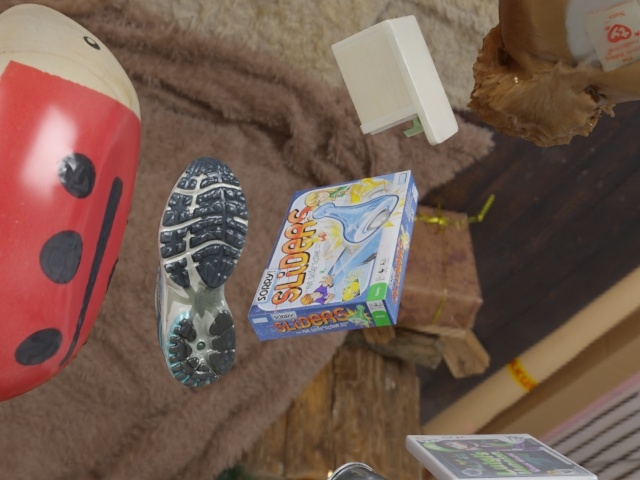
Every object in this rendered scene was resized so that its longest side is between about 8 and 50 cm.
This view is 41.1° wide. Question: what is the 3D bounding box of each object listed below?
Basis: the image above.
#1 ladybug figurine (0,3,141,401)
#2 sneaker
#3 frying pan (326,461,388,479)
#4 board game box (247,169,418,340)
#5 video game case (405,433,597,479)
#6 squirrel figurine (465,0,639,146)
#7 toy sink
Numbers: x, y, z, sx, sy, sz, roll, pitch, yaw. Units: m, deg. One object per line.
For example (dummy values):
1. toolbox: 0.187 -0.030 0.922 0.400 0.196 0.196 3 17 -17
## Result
1. ladybug figurine: -0.304 -0.025 0.909 0.162 0.449 0.305 12 173 4
2. sneaker: -0.168 0.032 1.063 0.110 0.122 0.283 1 103 -30
3. frying pan: 0.014 0.255 0.709 0.053 0.197 0.326 -9 136 28
4. board game box: 0.019 0.011 0.846 0.136 0.201 0.035 -10 125 20
5. video game case: 0.213 0.269 1.044 0.173 0.190 0.022 1 92 -11
6. squirrel figurine: 0.321 -0.314 0.999 0.281 0.370 0.397 23 136 -6
7. toy sink: 0.136 -0.275 1.566 0.131 0.153 0.234 -19 99 29
